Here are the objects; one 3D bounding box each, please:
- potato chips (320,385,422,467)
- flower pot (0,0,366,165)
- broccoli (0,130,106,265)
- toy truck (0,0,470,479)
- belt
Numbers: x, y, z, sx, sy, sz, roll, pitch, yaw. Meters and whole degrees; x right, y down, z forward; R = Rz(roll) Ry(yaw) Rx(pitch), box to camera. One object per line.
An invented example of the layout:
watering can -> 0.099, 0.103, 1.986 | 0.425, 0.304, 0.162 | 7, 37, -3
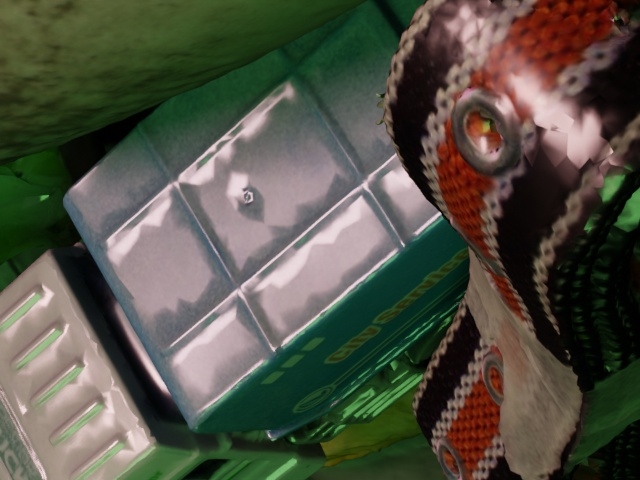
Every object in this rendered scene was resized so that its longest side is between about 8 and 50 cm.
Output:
potato chips -> 0.053, 0.059, 0.942 | 0.080, 0.057, 0.407 | 33, 136, -26
flower pot -> -0.078, -0.180, 0.574 | 0.293, 0.293, 0.330 | 36, 140, -21
broccoli -> -0.227, -0.022, 0.828 | 0.245, 0.265, 0.294 | -15, 163, -4
toy truck -> 0.000, 0.000, 0.745 | 0.367, 0.146, 0.175 | -42, 156, 21
belt -> 0.090, 0.020, 0.605 | 0.126, 0.094, 0.359 | -29, 153, -4
